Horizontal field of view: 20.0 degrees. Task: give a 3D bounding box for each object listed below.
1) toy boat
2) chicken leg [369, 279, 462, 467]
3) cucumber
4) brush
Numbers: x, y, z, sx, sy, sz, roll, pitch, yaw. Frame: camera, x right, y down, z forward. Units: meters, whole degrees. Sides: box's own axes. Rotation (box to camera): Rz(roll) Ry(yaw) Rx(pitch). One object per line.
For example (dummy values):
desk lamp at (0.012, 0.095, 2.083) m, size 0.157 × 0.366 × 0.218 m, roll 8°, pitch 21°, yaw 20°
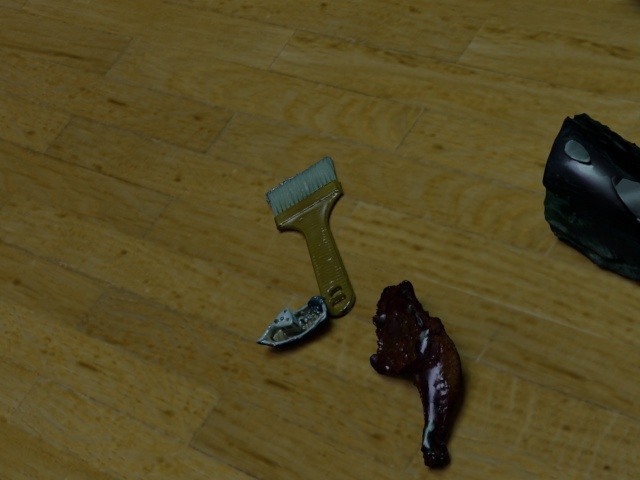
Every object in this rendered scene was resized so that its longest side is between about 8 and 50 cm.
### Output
toy boat at (-0.028, 0.082, 1.791) m, size 0.083 × 0.038 × 0.038 m, roll -32°, pitch 42°, yaw 17°
chicken leg at (0.091, 0.114, 1.673) m, size 0.093 × 0.053 × 0.205 m, roll -53°, pitch 30°, yaw 20°
cucumber at (0.268, -0.044, 1.667) m, size 0.115 × 0.086 × 0.193 m, roll -42°, pitch 48°, yaw -6°
brush at (0.000, 0.000, 1.868) m, size 0.082 × 0.010 × 0.218 m, roll -30°, pitch 43°, yaw 10°
